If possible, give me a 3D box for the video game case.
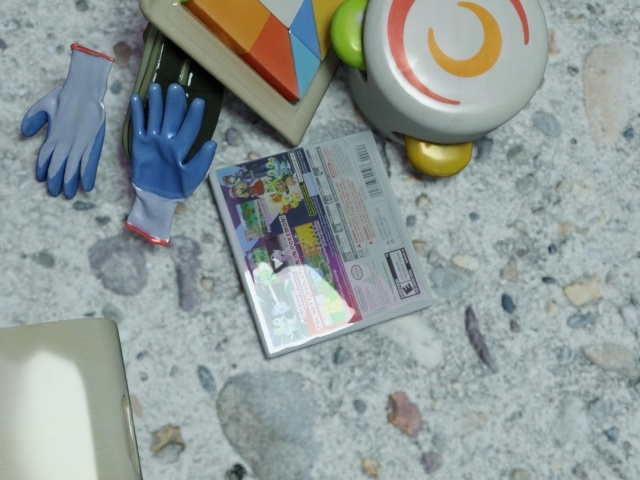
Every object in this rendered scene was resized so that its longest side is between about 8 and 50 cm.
[{"bbox_3d":[0.000,0.000,0.889,0.183,0.023,0.201,-16,80,-15],"label":"video game case"}]

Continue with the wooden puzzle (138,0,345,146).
[{"bbox_3d":[-0.045,-0.246,0.863,0.239,0.044,0.221,41,66,-39],"label":"wooden puzzle"}]

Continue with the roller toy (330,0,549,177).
[{"bbox_3d":[0.128,-0.192,0.899,0.191,0.146,0.209,-40,92,-9],"label":"roller toy"}]

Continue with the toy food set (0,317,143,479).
[{"bbox_3d":[-0.314,0.197,0.753,0.306,0.092,0.219,-7,76,-21],"label":"toy food set"}]

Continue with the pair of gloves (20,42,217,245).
[{"bbox_3d":[-0.196,-0.092,0.815,0.198,0.023,0.159,24,112,10],"label":"pair of gloves"}]

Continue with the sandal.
[{"bbox_3d":[-0.135,-0.211,0.879,0.120,0.086,0.302,31,80,-42],"label":"sandal"}]
